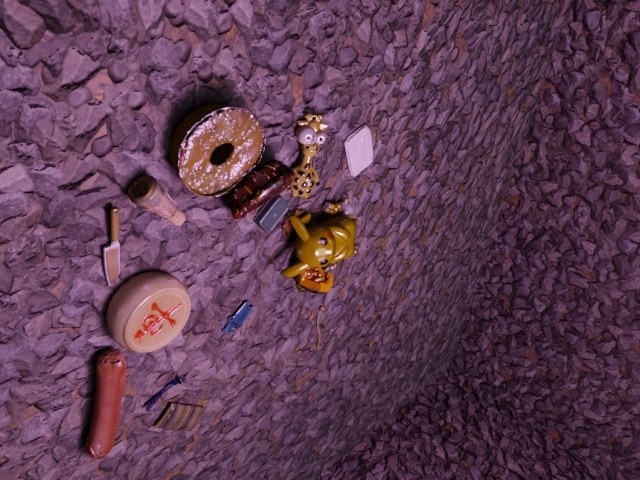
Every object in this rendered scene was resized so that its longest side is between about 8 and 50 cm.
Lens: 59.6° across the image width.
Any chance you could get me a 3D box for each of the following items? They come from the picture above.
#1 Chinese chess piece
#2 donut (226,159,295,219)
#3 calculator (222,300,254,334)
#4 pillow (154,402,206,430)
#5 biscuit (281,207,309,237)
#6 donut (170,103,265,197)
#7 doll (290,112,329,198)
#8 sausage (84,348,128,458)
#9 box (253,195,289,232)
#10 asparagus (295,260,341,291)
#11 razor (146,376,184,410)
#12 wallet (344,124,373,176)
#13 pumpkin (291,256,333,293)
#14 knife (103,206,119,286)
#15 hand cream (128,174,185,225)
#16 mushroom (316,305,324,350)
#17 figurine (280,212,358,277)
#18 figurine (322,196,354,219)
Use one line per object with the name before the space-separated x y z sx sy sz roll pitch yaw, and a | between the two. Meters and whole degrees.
Chinese chess piece | -0.501 0.213 1.646 0.251 0.097 0.250 -33 141 -32
donut | -0.187 -0.158 1.673 0.230 0.096 0.216 -35 180 -7
calculator | -0.299 0.283 2.031 0.141 0.019 0.094 -50 146 -7
pillow | -0.510 0.652 2.059 0.113 0.038 0.203 -56 146 0
biscuit | -0.086 -0.071 1.998 0.130 0.019 0.119 -32 140 -32
donut | -0.289 -0.253 1.521 0.272 0.107 0.271 -27 136 -29
doll | -0.042 -0.271 1.827 0.117 0.086 0.290 3 118 -20
sausage | -0.656 0.512 1.711 0.094 0.094 0.418 12 114 -13
box | -0.161 -0.090 1.876 0.126 0.031 0.091 -52 147 -8
asparagus | 0.020 0.098 2.225 0.287 0.080 0.080 -46 145 -17
razor | -0.540 0.526 1.923 0.155 0.028 0.044 -40 143 -25
wallet | 0.146 -0.329 2.063 0.124 0.032 0.182 -39 144 -20
pumpkin | -0.047 0.127 2.119 0.183 0.108 0.119 48 44 -20
knife | -0.555 0.019 1.480 0.046 0.022 0.255 -27 142 -45
hand cream | -0.425 -0.094 1.504 0.084 0.084 0.203 -51 151 -8
mushroom | -0.007 0.399 2.501 0.025 0.028 0.286 -84 180 -54
figurine | 0.005 -0.002 2.015 0.327 0.169 0.218 -23 119 -53
figurine | 0.072 -0.119 2.116 0.101 0.068 0.143 -38 145 3
